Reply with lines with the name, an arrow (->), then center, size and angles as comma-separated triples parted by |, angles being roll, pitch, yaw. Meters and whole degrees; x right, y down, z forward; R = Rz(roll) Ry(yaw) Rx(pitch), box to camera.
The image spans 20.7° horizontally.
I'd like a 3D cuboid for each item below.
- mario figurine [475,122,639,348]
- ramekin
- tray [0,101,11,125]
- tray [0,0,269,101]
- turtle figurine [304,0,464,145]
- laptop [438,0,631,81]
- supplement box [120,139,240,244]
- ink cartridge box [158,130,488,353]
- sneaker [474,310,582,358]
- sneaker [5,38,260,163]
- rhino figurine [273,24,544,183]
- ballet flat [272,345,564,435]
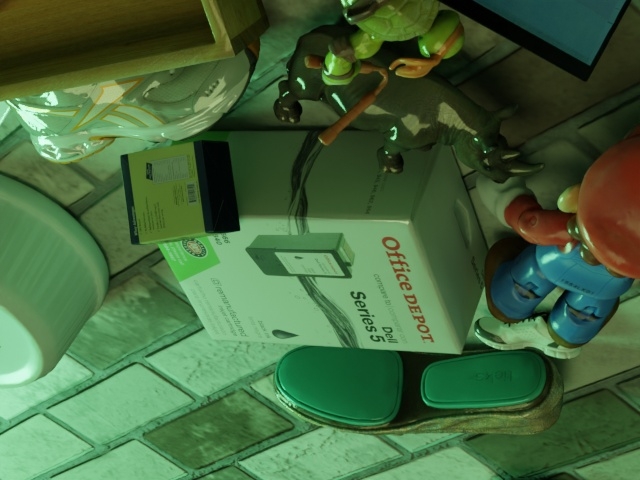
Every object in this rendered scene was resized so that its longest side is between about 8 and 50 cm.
mario figurine -> 0.261, -0.022, 1.532 | 0.198, 0.170, 0.320 | -10, 163, -20
ramekin -> -0.374, 0.049, 1.895 | 0.273, 0.127, 0.273 | 13, 144, 10
tray -> -0.327, -0.197, 1.629 | 0.145, 0.030, 0.270 | 29, 144, -13
tray -> -0.259, -0.224, 1.451 | 0.411, 0.076, 0.203 | -7, 113, 30
turtle figurine -> 0.032, -0.199, 1.357 | 0.217, 0.087, 0.269 | 40, 121, -14
laptop -> 0.219, -0.233, 1.158 | 0.264, 0.136, 0.234 | -14, 157, 39
supplement box -> -0.125, -0.042, 1.562 | 0.083, 0.083, 0.056 | -9, 177, 23
ink cartridge box -> 0.000, 0.000, 1.656 | 0.273, 0.114, 0.198 | 2, 140, 24
sneaker -> 0.207, 0.086, 1.743 | 0.109, 0.040, 0.043 | 6, 126, 13
sneaker -> -0.179, -0.148, 1.543 | 0.262, 0.099, 0.121 | -15, 137, 28
rhino figurine -> 0.077, -0.108, 1.490 | 0.243, 0.073, 0.106 | 25, 146, 12
ballet flat -> 0.105, 0.168, 1.845 | 0.316, 0.107, 0.106 | 2, 154, 24
